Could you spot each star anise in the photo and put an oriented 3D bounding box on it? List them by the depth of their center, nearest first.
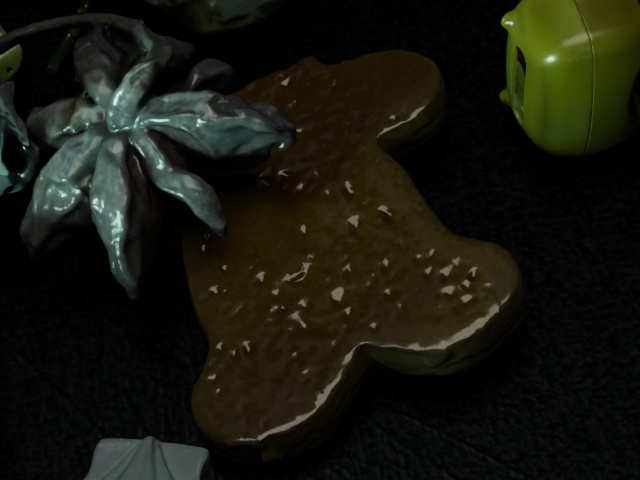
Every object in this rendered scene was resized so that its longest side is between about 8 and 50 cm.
[{"bbox_3d":[-0.198,-0.099,1.712,0.360,0.139,0.315,-8,58,22],"label":"star anise"}]

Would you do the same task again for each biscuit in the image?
[{"bbox_3d":[0.000,0.000,1.727,0.368,0.076,0.394,-26,55,-6],"label":"biscuit"}]

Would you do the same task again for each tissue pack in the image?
[{"bbox_3d":[0.245,-0.167,1.761,0.127,0.178,0.123,-15,54,-6],"label":"tissue pack"}]

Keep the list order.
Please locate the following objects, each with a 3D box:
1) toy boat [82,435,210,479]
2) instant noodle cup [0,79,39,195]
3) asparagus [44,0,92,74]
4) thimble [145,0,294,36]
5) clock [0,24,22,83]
[{"bbox_3d":[-0.166,0.303,1.503,0.200,0.100,0.290,6,55,11],"label":"toy boat"},{"bbox_3d":[-0.407,-0.160,1.714,0.302,0.258,0.181,24,37,-18],"label":"instant noodle cup"},{"bbox_3d":[-0.270,-0.231,1.978,0.018,0.015,0.127,13,55,14],"label":"asparagus"},{"bbox_3d":[-0.102,-0.359,1.905,0.288,0.254,0.167,-39,57,-12],"label":"thimble"},{"bbox_3d":[-0.426,-0.230,1.864,0.170,0.232,0.069,-40,33,-20],"label":"clock"}]
